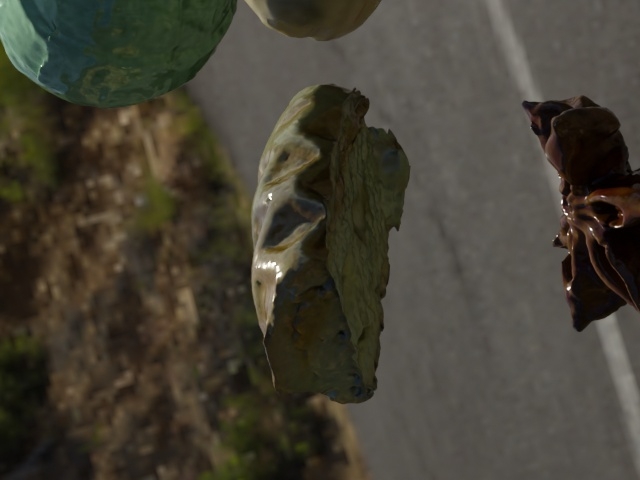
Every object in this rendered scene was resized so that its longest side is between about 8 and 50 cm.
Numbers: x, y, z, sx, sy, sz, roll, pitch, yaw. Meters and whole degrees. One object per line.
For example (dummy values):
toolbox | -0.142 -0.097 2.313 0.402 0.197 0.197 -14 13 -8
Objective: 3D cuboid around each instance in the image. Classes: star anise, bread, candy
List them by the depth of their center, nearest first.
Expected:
candy | -0.036 -0.192 0.808 0.440 0.119 0.119 -48 58 53
bread | 0.000 0.000 1.171 0.232 0.088 0.128 -80 -28 -54
star anise | 0.224 -0.034 1.516 0.196 0.111 0.212 58 -156 -72

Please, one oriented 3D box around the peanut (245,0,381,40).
peanut | -0.013 -0.255 1.238 0.123 0.123 0.257 -142 46 -63
